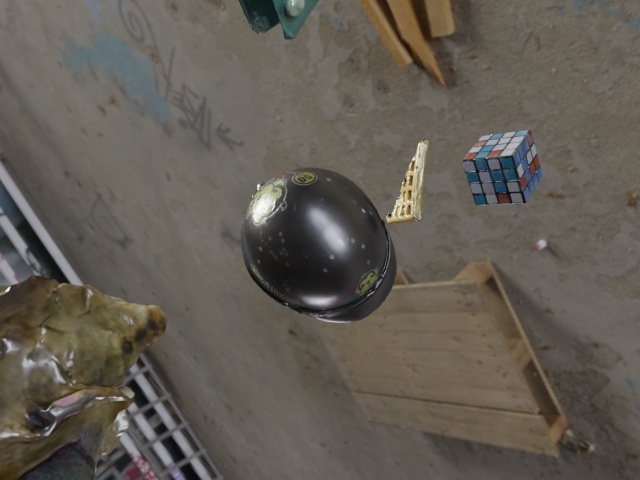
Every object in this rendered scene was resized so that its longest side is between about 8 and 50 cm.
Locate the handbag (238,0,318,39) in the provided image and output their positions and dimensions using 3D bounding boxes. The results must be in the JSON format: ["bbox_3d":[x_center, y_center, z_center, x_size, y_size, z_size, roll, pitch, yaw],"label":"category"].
[{"bbox_3d":[-0.036,-0.478,0.933,0.100,0.274,0.268,22,155,27],"label":"handbag"}]

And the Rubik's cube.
[{"bbox_3d":[0.307,-0.122,1.055,0.092,0.092,0.092,0,124,41],"label":"Rubik's cube"}]

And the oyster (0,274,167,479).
[{"bbox_3d":[-0.226,0.158,0.346,0.096,0.361,0.221,11,115,45],"label":"oyster"}]

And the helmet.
[{"bbox_3d":[0.000,0.000,0.991,0.279,0.230,0.160,42,168,7],"label":"helmet"}]

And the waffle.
[{"bbox_3d":[0.161,-0.107,1.158,0.097,0.023,0.152,2,85,64],"label":"waffle"}]
